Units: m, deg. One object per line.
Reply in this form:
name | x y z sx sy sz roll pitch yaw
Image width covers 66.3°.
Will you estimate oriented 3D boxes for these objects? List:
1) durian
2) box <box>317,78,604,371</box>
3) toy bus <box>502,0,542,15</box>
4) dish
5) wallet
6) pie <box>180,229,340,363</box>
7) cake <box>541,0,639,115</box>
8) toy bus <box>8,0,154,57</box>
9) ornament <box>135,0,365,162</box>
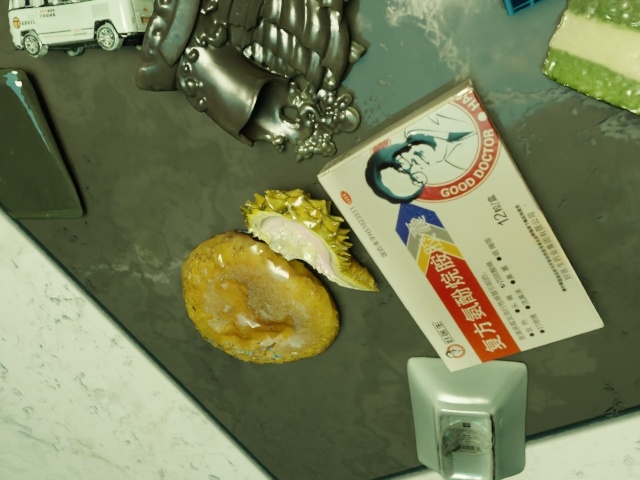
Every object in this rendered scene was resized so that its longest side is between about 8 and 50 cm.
durian | 0.001 -0.007 0.675 0.224 0.078 0.140 36 149 -17
box | 0.182 0.002 0.640 0.214 0.069 0.353 -27 106 28
toy bus | 0.239 -0.291 0.430 0.185 0.106 0.089 -19 76 25
dish | 0.235 0.305 0.783 0.182 0.080 0.243 -2 117 18
wallet | -0.477 -0.143 0.768 0.169 0.052 0.245 1 123 16
pie | -0.100 0.104 0.779 0.274 0.069 0.273 10 123 15
cake | 0.394 -0.173 0.485 0.284 0.172 0.157 39 121 33
toy bus | -0.299 -0.281 0.615 0.194 0.087 0.088 1 112 17
ornament | -0.057 -0.221 0.574 0.261 0.106 0.251 25 125 -4
